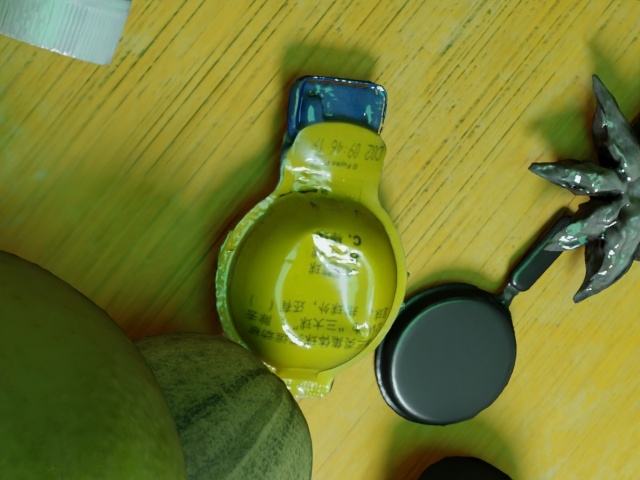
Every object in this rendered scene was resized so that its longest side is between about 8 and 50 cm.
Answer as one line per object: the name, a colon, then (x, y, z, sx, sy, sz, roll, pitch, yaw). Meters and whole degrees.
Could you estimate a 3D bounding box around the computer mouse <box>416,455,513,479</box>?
computer mouse: (0.140, 0.328, 1.642, 0.170, 0.100, 0.269, 6, 90, -46)

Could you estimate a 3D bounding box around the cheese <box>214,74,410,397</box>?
cheese: (0.000, 0.000, 1.545, 0.177, 0.069, 0.270, 4, 101, -25)

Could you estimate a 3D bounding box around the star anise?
star anise: (0.263, -0.051, 1.639, 0.180, 0.061, 0.204, 43, 83, -30)

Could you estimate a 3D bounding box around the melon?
melon: (-0.152, 0.218, 1.452, 0.329, 0.248, 0.248, -44, 117, -8)

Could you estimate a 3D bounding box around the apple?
apple: (-0.280, 0.181, 1.319, 0.311, 0.360, 0.320, -23, 134, -48)

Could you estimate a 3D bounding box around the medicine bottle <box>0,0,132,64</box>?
medicine bottle: (-0.174, -0.253, 1.354, 0.139, 0.139, 0.225, 15, 99, -26)

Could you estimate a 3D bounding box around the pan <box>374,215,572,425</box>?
pan: (0.148, 0.067, 1.649, 0.235, 0.028, 0.136, -46, 118, -4)
